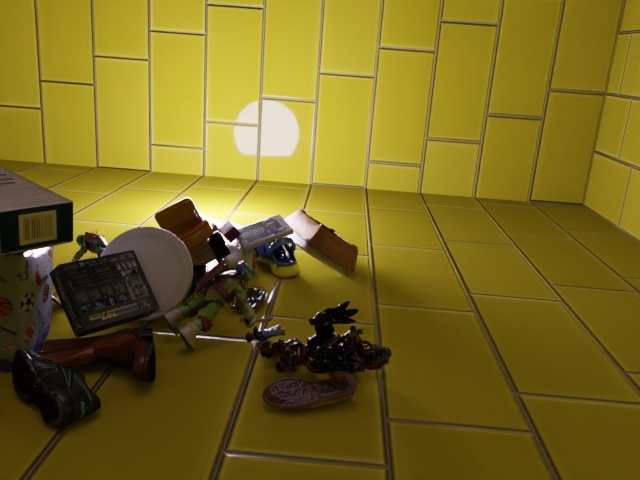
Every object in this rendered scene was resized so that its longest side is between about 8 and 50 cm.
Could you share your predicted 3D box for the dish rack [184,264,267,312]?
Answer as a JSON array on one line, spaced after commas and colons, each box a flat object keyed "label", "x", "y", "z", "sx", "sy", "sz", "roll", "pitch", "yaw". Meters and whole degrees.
[{"label": "dish rack", "x": -0.309, "y": 0.155, "z": 1.942, "sx": 0.272, "sy": 0.074, "sz": 0.208, "roll": 7, "pitch": 18, "yaw": 10}]

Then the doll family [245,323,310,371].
[{"label": "doll family", "x": -0.118, "y": 0.278, "z": 1.598, "sx": 0.111, "sy": 0.076, "sz": 0.193, "roll": -13, "pitch": 19, "yaw": -34}]

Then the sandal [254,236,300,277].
[{"label": "sandal", "x": -0.174, "y": 0.028, "z": 2.285, "sx": 0.126, "sy": 0.138, "sz": 0.317, "roll": -11, "pitch": 21, "yaw": -34}]

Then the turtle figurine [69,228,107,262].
[{"label": "turtle figurine", "x": -0.799, "y": 0.036, "z": 2.160, "sx": 0.234, "sy": 0.118, "sz": 0.175, "roll": 19, "pitch": 21, "yaw": 24}]

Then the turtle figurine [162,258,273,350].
[{"label": "turtle figurine", "x": -0.278, "y": 0.198, "z": 1.700, "sx": 0.266, "sy": 0.274, "sz": 0.198, "roll": -36, "pitch": 77, "yaw": -23}]

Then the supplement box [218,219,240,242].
[{"label": "supplement box", "x": -0.332, "y": -0.034, "z": 2.233, "sx": 0.055, "sy": 0.043, "sz": 0.083, "roll": -42, "pitch": 29, "yaw": -3}]

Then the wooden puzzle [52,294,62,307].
[{"label": "wooden puzzle", "x": -0.786, "y": 0.174, "z": 1.804, "sx": 0.116, "sy": 0.078, "sz": 0.014, "roll": 17, "pitch": 64, "yaw": 50}]

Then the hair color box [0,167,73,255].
[{"label": "hair color box", "x": -0.751, "y": -0.078, "z": 1.441, "sx": 0.347, "sy": 0.105, "sz": 0.174, "roll": 22, "pitch": 23, "yaw": 35}]

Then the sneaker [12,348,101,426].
[{"label": "sneaker", "x": -0.586, "y": 0.319, "z": 1.338, "sx": 0.267, "sy": 0.101, "sz": 0.106, "roll": 28, "pitch": 18, "yaw": 36}]

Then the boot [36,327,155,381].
[{"label": "boot", "x": -0.540, "y": 0.275, "z": 1.457, "sx": 0.281, "sy": 0.096, "sz": 0.264, "roll": -2, "pitch": 18, "yaw": -18}]

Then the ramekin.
[{"label": "ramekin", "x": -0.497, "y": 0.101, "z": 1.771, "sx": 0.273, "sy": 0.272, "sz": 0.127, "roll": 4, "pitch": -10, "yaw": -1}]

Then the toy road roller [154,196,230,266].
[{"label": "toy road roller", "x": -0.469, "y": -0.033, "z": 2.147, "sx": 0.203, "sy": 0.240, "sz": 0.329, "roll": -29, "pitch": 21, "yaw": -11}]

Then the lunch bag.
[{"label": "lunch bag", "x": -0.807, "y": 0.102, "z": 1.572, "sx": 0.239, "sy": 0.327, "sz": 0.385, "roll": 7, "pitch": 17, "yaw": -8}]

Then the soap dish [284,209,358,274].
[{"label": "soap dish", "x": 0.000, "y": 0.000, "z": 2.299, "sx": 0.229, "sy": 0.118, "sz": 0.291, "roll": 32, "pitch": 4, "yaw": -28}]

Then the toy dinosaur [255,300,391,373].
[{"label": "toy dinosaur", "x": 0.017, "y": 0.276, "z": 1.488, "sx": 0.322, "sy": 0.218, "sz": 0.164, "roll": -14, "pitch": 66, "yaw": -19}]

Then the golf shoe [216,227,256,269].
[{"label": "golf shoe", "x": -0.333, "y": 0.029, "z": 2.289, "sx": 0.140, "sy": 0.115, "sz": 0.306, "roll": -5, "pitch": 18, "yaw": -18}]

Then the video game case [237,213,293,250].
[{"label": "video game case", "x": -0.211, "y": -0.032, "z": 2.233, "sx": 0.190, "sy": 0.022, "sz": 0.173, "roll": -20, "pitch": 27, "yaw": -13}]

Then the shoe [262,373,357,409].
[{"label": "shoe", "x": -0.024, "y": 0.355, "z": 1.403, "sx": 0.219, "sy": 0.058, "sz": 0.076, "roll": -3, "pitch": 50, "yaw": -10}]

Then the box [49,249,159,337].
[{"label": "box", "x": -0.558, "y": 0.133, "z": 1.594, "sx": 0.059, "sy": 0.183, "sz": 0.233, "roll": -34, "pitch": -11, "yaw": 36}]
